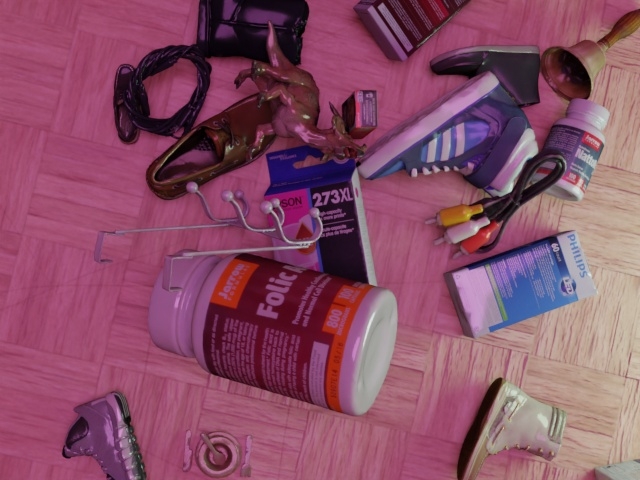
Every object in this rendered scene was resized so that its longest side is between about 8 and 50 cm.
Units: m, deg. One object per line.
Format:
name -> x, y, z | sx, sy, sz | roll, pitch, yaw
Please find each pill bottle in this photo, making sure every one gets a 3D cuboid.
pill bottle -> 0.487, -0.177, 1.835 | 0.108, 0.108, 0.180 | 24, 85, -5
pill bottle -> -0.083, 0.146, 1.646 | 0.392, 0.224, 0.224 | 13, 85, 19

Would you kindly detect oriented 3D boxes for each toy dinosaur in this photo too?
toy dinosaur -> -0.038, -0.249, 1.723 | 0.200, 0.127, 0.296 | -2, 65, -23

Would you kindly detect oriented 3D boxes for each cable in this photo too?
cable -> 0.344, -0.054, 1.770 | 0.287, 0.072, 0.139 | -29, 117, 28
cable -> -0.281, -0.285, 1.760 | 0.150, 0.047, 0.184 | 22, 102, -29

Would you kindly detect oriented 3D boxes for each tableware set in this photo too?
tableware set -> -0.195, 0.454, 1.764 | 0.128, 0.039, 0.194 | 5, 86, -6

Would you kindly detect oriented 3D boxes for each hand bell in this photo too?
hand bell -> 0.562, -0.388, 1.873 | 0.242, 0.126, 0.126 | -38, 92, -20

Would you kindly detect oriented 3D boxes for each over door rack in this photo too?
over door rack -> -0.192, -0.025, 1.624 | 0.324, 0.239, 0.108 | -18, 112, -37

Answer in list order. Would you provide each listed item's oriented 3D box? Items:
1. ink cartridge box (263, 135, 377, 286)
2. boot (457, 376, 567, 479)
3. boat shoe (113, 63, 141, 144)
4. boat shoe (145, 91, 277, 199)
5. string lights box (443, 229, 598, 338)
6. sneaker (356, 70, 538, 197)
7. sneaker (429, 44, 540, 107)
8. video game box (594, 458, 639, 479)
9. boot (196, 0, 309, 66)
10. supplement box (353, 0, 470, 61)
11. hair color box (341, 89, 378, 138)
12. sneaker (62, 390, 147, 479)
ink cartridge box -> 0.000, 0.000, 1.771 | 0.175, 0.069, 0.371 | -10, 86, 16
boot -> 0.366, 0.390, 1.811 | 0.165, 0.077, 0.213 | 27, 82, -6
boat shoe -> -0.359, -0.258, 1.776 | 0.056, 0.049, 0.152 | -5, 88, -7
boat shoe -> -0.184, -0.177, 1.763 | 0.307, 0.104, 0.111 | -39, 89, -8
string lights box -> 0.384, 0.083, 1.827 | 0.259, 0.077, 0.133 | -18, 90, -7
sneaker -> 0.256, -0.143, 1.800 | 0.322, 0.130, 0.236 | -34, 102, 4
sneaker -> 0.324, -0.312, 1.837 | 0.222, 0.083, 0.118 | -5, 88, -8
video game box -> 0.641, 0.451, 1.773 | 0.187, 0.205, 0.048 | -12, 92, -6
boot -> -0.123, -0.453, 1.788 | 0.207, 0.094, 0.247 | 4, 93, -2
supplement box -> 0.195, -0.470, 1.816 | 0.239, 0.073, 0.130 | -42, 116, -6
hair color box -> 0.072, -0.234, 1.776 | 0.043, 0.141, 0.072 | -1, 87, -9
sneaker -> -0.398, 0.400, 1.730 | 0.132, 0.086, 0.229 | -15, 79, -2
